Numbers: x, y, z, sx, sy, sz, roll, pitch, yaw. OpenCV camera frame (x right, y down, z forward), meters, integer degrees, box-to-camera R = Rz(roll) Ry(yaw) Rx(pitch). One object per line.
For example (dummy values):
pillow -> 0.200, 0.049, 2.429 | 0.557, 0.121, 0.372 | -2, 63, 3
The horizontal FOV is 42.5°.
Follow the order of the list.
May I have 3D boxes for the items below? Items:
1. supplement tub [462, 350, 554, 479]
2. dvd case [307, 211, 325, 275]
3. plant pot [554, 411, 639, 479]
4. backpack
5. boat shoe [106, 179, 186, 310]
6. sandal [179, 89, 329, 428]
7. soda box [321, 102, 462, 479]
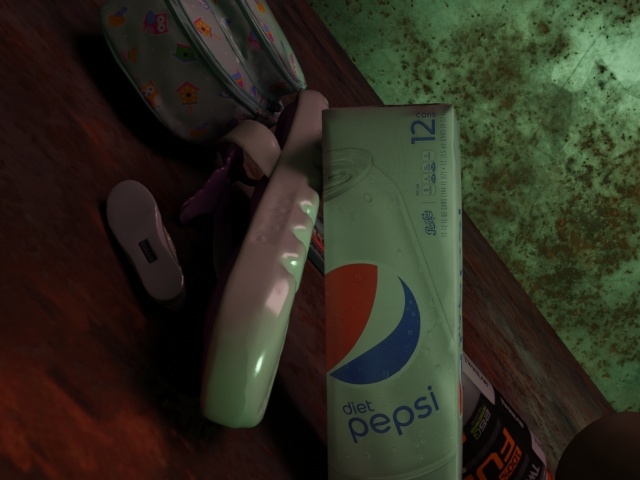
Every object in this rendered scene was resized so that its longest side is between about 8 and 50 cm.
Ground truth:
supplement tub -> 0.124, 0.182, 0.739 | 0.190, 0.117, 0.117 | 48, 17, -22
dvd case -> 0.000, 0.000, 0.947 | 0.087, 0.013, 0.119 | 50, 17, -18
plant pot -> 0.454, 0.372, 1.063 | 0.323, 0.323, 0.280 | 48, 0, -25
backpack -> -0.107, -0.171, 0.750 | 0.166, 0.144, 0.188 | 61, 18, 4
boat shoe -> -0.117, 0.005, 0.563 | 0.100, 0.035, 0.035 | 58, -12, 23
sandal -> -0.058, -0.025, 0.640 | 0.102, 0.169, 0.416 | 14, 22, -4
soda box -> 0.055, 0.051, 0.587 | 0.098, 0.091, 0.286 | -13, 102, -78
